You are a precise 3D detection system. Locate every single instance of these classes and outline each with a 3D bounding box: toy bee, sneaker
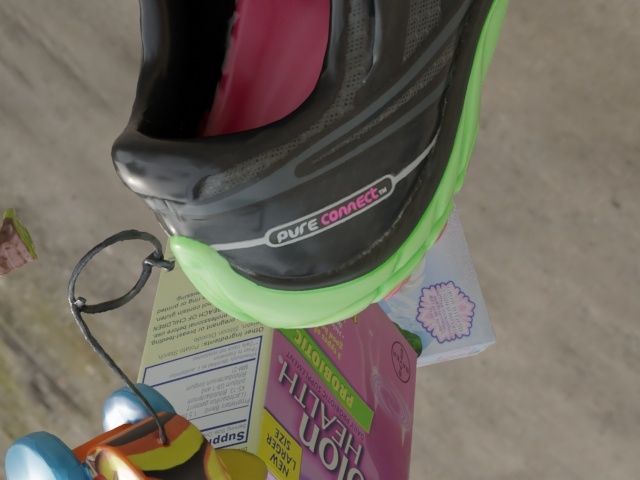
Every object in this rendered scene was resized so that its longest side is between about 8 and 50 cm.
[{"bbox_3d":[-0.113,0.162,0.953,0.162,0.195,0.298,46,160,24],"label":"toy bee"},{"bbox_3d":[0.019,-0.199,0.831,0.185,0.483,0.202,2,160,30],"label":"sneaker"}]

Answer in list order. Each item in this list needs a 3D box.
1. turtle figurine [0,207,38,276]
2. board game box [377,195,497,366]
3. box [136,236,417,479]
[{"bbox_3d":[-0.342,0.018,1.230,0.269,0.217,0.087,55,-178,-4],"label":"turtle figurine"},{"bbox_3d":[0.000,0.000,1.772,0.066,0.318,0.319,134,121,-66],"label":"board game box"},{"bbox_3d":[-0.029,0.132,1.219,0.117,0.243,0.213,-16,133,25],"label":"box"}]
